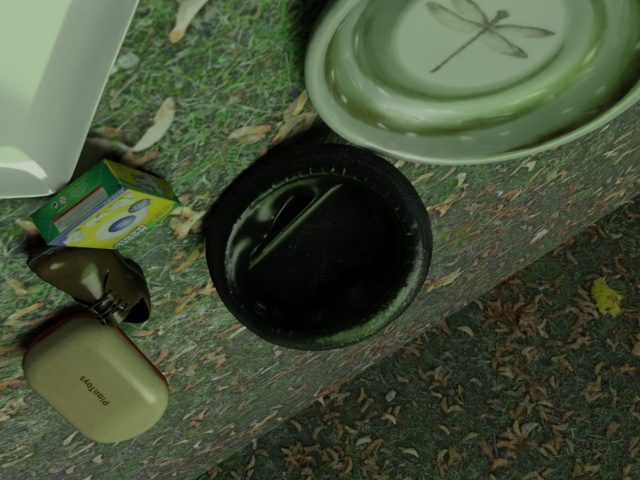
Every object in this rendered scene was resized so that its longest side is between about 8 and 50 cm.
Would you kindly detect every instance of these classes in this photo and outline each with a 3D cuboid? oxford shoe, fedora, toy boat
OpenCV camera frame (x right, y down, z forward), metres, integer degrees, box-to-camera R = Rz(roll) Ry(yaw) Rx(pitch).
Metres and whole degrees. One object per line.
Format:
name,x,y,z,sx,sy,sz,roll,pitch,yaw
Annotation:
oxford shoe,-0.286,0.060,0.789,0.083,0.096,0.227,-34,155,5
fedora,0.000,0.000,0.908,0.334,0.334,0.152,-41,-171,17
toy boat,-0.342,0.202,0.946,0.151,0.151,0.231,-33,115,0

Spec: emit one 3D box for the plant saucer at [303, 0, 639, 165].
plant saucer,0.181,-0.223,0.688,0.401,0.100,0.400,1,157,0

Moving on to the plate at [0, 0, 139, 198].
plate,-0.301,-0.133,0.453,0.277,0.045,0.278,-9,147,-45

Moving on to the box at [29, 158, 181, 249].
box,-0.235,-0.035,0.695,0.105,0.043,0.179,-36,175,6
